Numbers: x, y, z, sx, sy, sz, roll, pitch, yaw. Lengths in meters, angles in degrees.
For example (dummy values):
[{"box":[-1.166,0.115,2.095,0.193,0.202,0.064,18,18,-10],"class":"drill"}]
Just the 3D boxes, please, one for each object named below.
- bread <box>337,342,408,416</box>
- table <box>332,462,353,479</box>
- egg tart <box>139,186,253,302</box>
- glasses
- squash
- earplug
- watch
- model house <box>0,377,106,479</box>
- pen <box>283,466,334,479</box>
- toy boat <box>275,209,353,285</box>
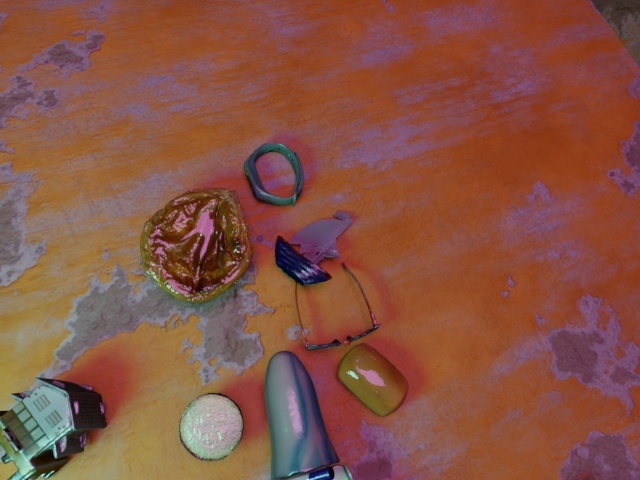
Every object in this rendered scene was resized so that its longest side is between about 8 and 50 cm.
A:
[{"box":[0.158,0.407,1.402,0.217,0.098,0.147,38,72,8],"class":"bread"},{"box":[0.004,0.698,1.232,0.198,0.166,0.166,-20,73,-15],"class":"table"},{"box":[-0.371,0.019,1.444,0.340,0.153,0.351,-21,74,-15],"class":"egg tart"},{"box":[0.034,0.196,1.455,0.234,0.118,0.268,-16,71,-11],"class":"glasses"},{"box":[-0.290,0.501,1.285,0.170,0.123,0.170,3,69,-8],"class":"squash"},{"box":[-0.074,0.462,1.311,0.185,0.185,0.324,-9,66,-12],"class":"earplug"},{"box":[-0.152,-0.220,1.619,0.195,0.068,0.237,-16,68,-16],"class":"watch"},{"box":[-0.680,0.461,1.197,0.215,0.224,0.198,-39,77,-16],"class":"model house"},{"box":[-0.090,0.640,1.245,0.269,0.033,0.033,-22,71,14],"class":"pen"},{"box":[-0.030,0.001,1.544,0.219,0.072,0.318,15,57,8],"class":"toy boat"}]
